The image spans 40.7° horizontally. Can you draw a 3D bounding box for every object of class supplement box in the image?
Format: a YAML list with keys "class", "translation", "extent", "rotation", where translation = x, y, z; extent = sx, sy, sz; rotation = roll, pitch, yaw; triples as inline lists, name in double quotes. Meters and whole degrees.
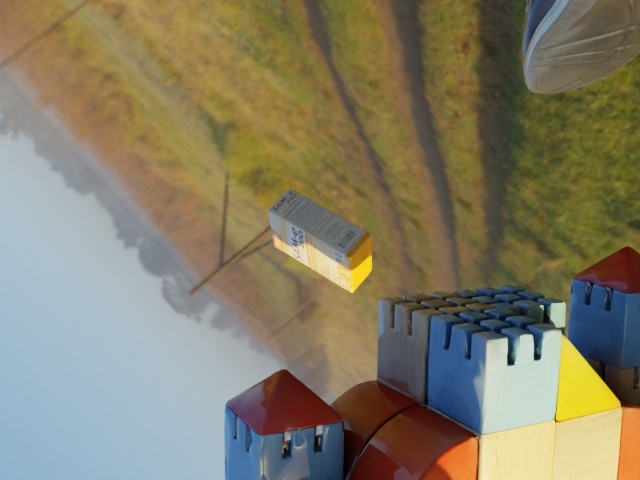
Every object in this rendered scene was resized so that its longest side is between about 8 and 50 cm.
- class: "supplement box"
  translation: [0.000, 0.000, 0.831]
  extent: [0.098, 0.036, 0.062]
  rotation: [30, 152, 23]

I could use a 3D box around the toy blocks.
- class: "toy blocks"
  translation: [0.095, 0.144, 0.490]
  extent: [0.191, 0.381, 0.261]
  rotation: [19, 111, 61]

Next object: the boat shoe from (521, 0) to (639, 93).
- class: "boat shoe"
  translation: [0.201, -0.208, 0.627]
  extent: [0.285, 0.103, 0.092]
  rotation: [79, 178, -69]
